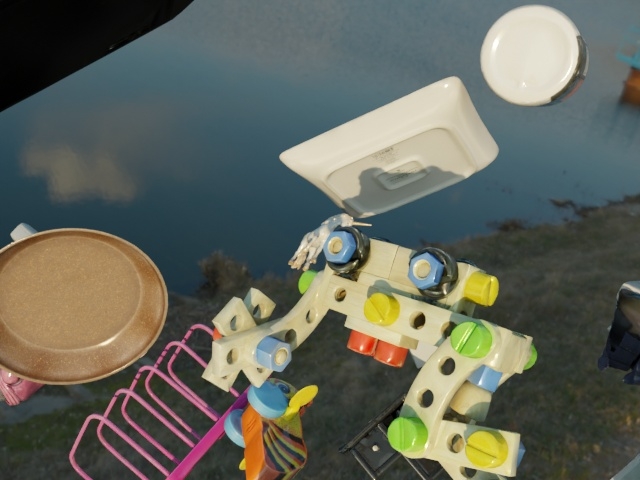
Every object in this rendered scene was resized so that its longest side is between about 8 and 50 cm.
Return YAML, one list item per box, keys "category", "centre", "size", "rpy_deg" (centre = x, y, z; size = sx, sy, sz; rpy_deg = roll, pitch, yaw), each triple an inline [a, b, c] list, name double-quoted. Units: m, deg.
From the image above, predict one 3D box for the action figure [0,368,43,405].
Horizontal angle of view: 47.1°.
- category: "action figure"
  centre: [-0.598, 0.268, 1.613]
  size: [0.276, 0.248, 0.370]
  rpy_deg: [44, 64, 13]

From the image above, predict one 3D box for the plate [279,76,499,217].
- category: "plate"
  centre: [0.118, -0.116, 1.113]
  size: [0.278, 0.277, 0.045]
  rpy_deg: [34, 39, -60]

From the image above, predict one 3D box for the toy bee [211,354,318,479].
- category: "toy bee"
  centre: [-0.068, 0.284, 1.229]
  size: [0.162, 0.195, 0.298]
  rpy_deg: [21, 47, -33]

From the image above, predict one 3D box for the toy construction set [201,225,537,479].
- category: "toy construction set"
  centre: [0.055, 0.104, 0.693]
  size: [0.328, 0.215, 0.151]
  rpy_deg: [16, -2, 25]

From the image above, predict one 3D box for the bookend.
- category: "bookend"
  centre: [0.141, 0.372, 1.269]
  size: [0.157, 0.072, 0.156]
  rpy_deg: [-39, 70, -7]

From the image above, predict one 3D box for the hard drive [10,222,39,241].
- category: "hard drive"
  centre: [-0.412, 0.072, 1.252]
  size: [0.203, 0.040, 0.307]
  rpy_deg: [48, -15, -31]

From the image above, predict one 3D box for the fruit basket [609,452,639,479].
- category: "fruit basket"
  centre: [0.413, 0.421, 0.839]
  size: [0.165, 0.353, 0.327]
  rpy_deg: [2, 45, -29]

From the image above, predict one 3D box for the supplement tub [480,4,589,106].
- category: "supplement tub"
  centre: [0.273, -0.226, 0.920]
  size: [0.117, 0.117, 0.190]
  rpy_deg: [21, 16, 18]

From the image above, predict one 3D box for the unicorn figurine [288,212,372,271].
- category: "unicorn figurine"
  centre: [0.000, 0.000, 1.380]
  size: [0.162, 0.060, 0.111]
  rpy_deg: [-11, 38, 50]

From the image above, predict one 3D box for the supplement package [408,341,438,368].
- category: "supplement package"
  centre: [0.200, 0.145, 1.457]
  size: [0.105, 0.179, 0.105]
  rpy_deg: [-24, 34, -1]

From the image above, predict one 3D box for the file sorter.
- category: "file sorter"
  centre: [-0.267, 0.315, 1.301]
  size: [0.182, 0.202, 0.291]
  rpy_deg: [40, 40, 5]

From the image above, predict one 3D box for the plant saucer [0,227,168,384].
- category: "plant saucer"
  centre: [-0.263, 0.065, 0.774]
  size: [0.199, 0.198, 0.036]
  rpy_deg: [2, 30, -22]

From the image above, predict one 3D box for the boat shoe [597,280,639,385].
- category: "boat shoe"
  centre: [0.592, 0.155, 1.270]
  size: [0.341, 0.158, 0.127]
  rpy_deg: [2, 20, -40]

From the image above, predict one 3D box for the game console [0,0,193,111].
- category: "game console"
  centre: [-0.158, -0.198, 0.417]
  size: [0.213, 0.361, 0.044]
  rpy_deg: [-36, 84, -19]
